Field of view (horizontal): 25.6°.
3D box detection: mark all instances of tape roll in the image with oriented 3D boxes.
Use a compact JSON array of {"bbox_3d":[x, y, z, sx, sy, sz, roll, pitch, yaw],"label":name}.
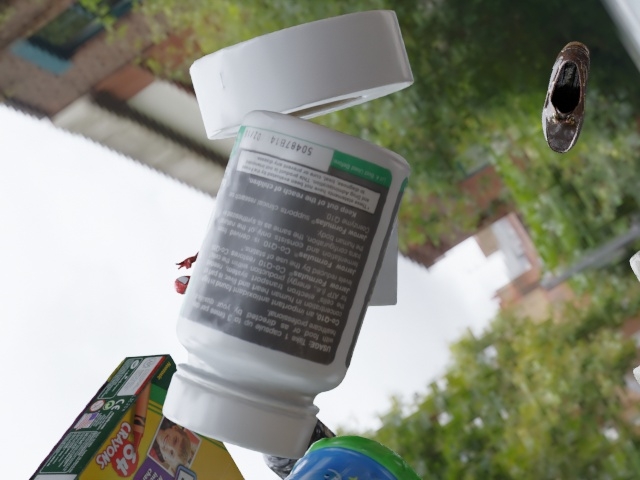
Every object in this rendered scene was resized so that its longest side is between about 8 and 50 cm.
[{"bbox_3d":[-0.026,-0.216,1.848,0.286,0.286,0.100,-22,-82,-74],"label":"tape roll"}]

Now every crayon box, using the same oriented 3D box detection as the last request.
[{"bbox_3d":[-0.268,0.400,2.038,0.313,0.106,0.363,62,-139,-27],"label":"crayon box"}]

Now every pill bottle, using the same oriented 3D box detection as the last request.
[{"bbox_3d":[-0.025,0.372,2.447,0.219,0.123,0.123,48,-162,-39],"label":"pill bottle"},{"bbox_3d":[-0.044,0.051,1.600,0.204,0.361,0.204,18,178,1],"label":"pill bottle"}]

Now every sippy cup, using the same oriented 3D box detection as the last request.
[{"bbox_3d":[-0.003,0.385,1.711,0.224,0.305,0.240,-24,-100,-48],"label":"sippy cup"}]

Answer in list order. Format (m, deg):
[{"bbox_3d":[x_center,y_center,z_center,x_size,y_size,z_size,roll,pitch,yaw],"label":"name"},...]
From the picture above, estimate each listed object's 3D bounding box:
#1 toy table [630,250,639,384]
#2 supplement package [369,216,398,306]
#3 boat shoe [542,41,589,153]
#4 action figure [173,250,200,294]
[{"bbox_3d":[0.488,0.099,1.667,0.274,0.161,0.252,59,156,24],"label":"toy table"},{"bbox_3d":[0.000,0.000,2.094,0.149,0.203,0.194,0,-91,-30],"label":"supplement package"},{"bbox_3d":[0.419,-0.236,2.416,0.073,0.073,0.207,-66,-20,-54],"label":"boat shoe"},{"bbox_3d":[-0.077,0.037,1.860,0.139,0.280,0.091,-41,-65,-71],"label":"action figure"}]
